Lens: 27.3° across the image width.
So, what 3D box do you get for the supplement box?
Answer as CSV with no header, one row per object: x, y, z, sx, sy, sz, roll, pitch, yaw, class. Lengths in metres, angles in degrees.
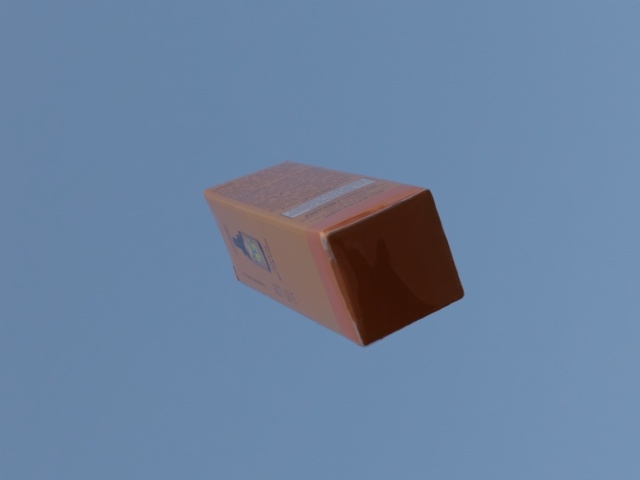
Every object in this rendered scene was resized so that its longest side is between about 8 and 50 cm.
0.000,0.000,0.857,0.080,0.233,0.078,-26,-73,-19,supplement box
